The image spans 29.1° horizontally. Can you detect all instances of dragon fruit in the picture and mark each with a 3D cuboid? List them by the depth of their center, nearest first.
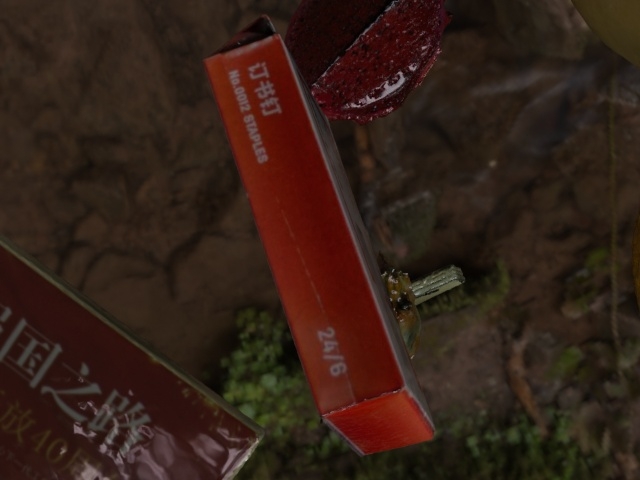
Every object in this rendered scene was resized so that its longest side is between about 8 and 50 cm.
[{"bbox_3d":[0.061,-0.281,1.662,0.262,0.189,0.163,-45,168,8],"label":"dragon fruit"}]

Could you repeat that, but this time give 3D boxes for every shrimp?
[{"bbox_3d":[0.070,0.059,1.257,0.051,0.115,0.217,-20,164,1],"label":"shrimp"}]

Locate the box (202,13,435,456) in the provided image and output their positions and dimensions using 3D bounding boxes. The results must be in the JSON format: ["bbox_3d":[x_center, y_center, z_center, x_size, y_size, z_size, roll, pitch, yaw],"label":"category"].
[{"bbox_3d":[-0.001,0.000,0.689,0.050,0.229,0.123,-20,157,4],"label":"box"}]

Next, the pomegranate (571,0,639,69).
[{"bbox_3d":[0.271,-0.223,0.638,0.332,0.332,0.332,-9,133,-10],"label":"pomegranate"}]

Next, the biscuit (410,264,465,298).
[{"bbox_3d":[0.183,0.079,2.091,0.121,0.040,0.199,-23,173,8],"label":"biscuit"}]

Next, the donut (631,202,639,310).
[{"bbox_3d":[0.505,-0.012,1.293,0.435,0.163,0.377,-28,105,-22],"label":"donut"}]

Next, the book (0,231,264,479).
[{"bbox_3d":[-0.245,0.187,0.785,0.262,0.028,0.374,36,101,2],"label":"book"}]
